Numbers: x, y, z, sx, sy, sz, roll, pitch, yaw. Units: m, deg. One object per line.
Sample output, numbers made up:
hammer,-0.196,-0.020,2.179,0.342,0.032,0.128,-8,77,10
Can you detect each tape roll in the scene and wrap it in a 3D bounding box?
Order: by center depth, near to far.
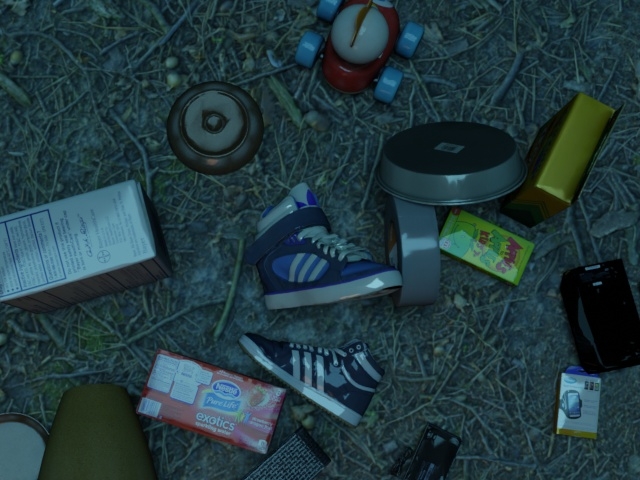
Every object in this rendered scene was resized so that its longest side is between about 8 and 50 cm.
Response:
tape roll,0.171,0.016,1.776,0.072,0.219,0.219,-3,81,-5

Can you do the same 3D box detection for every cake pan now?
cake pan,0.246,-0.155,1.783,0.293,0.293,0.054,-7,119,-4

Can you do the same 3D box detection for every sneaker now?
sneaker,0.000,0.000,1.748,0.130,0.322,0.236,-1,83,-48
sneaker,-0.010,0.222,1.794,0.282,0.099,0.153,35,86,-4

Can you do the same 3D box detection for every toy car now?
toy car,0.084,-0.412,1.828,0.219,0.238,0.210,25,81,1

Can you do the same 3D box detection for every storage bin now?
storage bin,-0.074,0.438,1.747,0.180,0.122,0.084,-40,84,-8

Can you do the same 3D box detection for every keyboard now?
keyboard,0.192,0.444,1.810,0.108,0.023,0.180,26,80,-5

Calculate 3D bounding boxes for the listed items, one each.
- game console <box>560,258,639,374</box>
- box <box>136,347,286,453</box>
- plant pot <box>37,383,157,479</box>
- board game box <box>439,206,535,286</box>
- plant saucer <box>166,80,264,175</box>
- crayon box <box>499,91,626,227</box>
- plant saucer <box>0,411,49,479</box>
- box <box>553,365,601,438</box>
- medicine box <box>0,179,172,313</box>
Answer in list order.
game console,0.670,0.132,1.862,0.361,0.044,0.213,-10,75,-5
box,-0.201,0.302,1.762,0.256,0.122,0.128,17,81,0
plant pot,-0.408,0.399,1.702,0.237,0.237,0.255,-7,68,-4
board game box,0.325,0.012,1.872,0.181,0.043,0.092,25,81,1
plant saucer,-0.213,-0.232,1.889,0.198,0.036,0.199,0,81,-2
crayon box,0.448,-0.150,1.763,0.081,0.318,0.202,28,81,1
plant saucer,-0.587,0.410,1.765,0.168,0.029,0.169,3,72,-8
box,0.506,0.317,1.842,0.081,0.028,0.136,8,78,-1
medicine box,-0.440,0.020,1.724,0.289,0.263,0.149,-16,82,-5
